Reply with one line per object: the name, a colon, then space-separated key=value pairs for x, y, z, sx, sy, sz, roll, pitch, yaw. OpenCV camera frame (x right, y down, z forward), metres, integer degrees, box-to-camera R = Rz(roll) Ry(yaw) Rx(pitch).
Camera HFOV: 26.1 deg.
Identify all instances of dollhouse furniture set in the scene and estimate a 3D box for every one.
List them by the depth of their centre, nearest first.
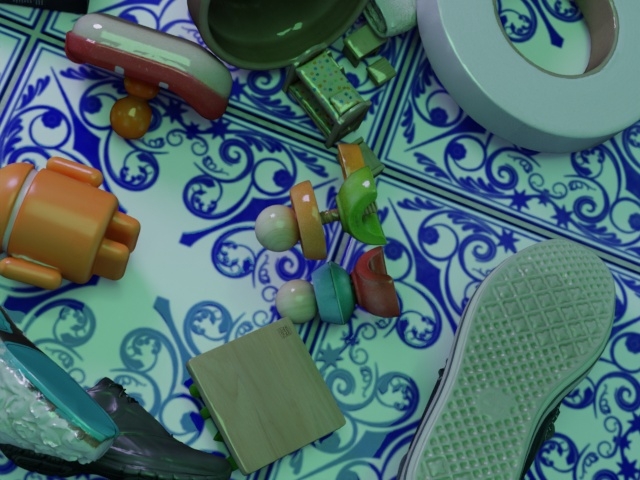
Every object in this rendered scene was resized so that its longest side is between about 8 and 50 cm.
dollhouse furniture set: x=0.069 y=-0.201 z=1.920 sx=0.161 sy=0.101 sz=0.182 roll=-35 pitch=81 yaw=-19

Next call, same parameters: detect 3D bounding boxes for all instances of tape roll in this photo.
tape roll: x=0.326 y=-0.316 z=1.989 sx=0.392 sy=0.072 sz=0.392 roll=7 pitch=70 yaw=-21

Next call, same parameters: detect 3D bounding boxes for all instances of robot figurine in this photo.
robot figurine: x=-0.343 y=-0.024 z=1.770 sx=0.219 sy=0.128 sz=0.158 roll=20 pitch=97 yaw=-5

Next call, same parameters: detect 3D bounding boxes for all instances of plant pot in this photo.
plant pot: x=-0.084 y=-0.403 z=1.897 sx=0.263 sy=0.263 sz=0.229 roll=-18 pitch=55 yaw=-16

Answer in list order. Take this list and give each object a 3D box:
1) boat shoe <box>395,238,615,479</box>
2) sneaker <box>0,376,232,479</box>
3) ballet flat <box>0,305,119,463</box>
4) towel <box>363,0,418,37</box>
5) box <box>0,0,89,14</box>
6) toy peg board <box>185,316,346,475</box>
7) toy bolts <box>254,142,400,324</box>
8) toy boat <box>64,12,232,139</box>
boat shoe: x=0.234 y=0.196 z=1.800 sx=0.187 sy=0.156 sz=0.500 roll=30 pitch=57 yaw=5
sneaker: x=-0.245 y=0.240 z=1.716 sx=0.286 sy=0.109 sz=0.130 roll=15 pitch=64 yaw=-8
ballet flat: x=-0.399 y=0.156 z=1.662 sx=0.147 sy=0.147 sz=0.409 roll=-37 pitch=59 yaw=-20
towel: x=0.098 y=-0.433 z=2.007 sx=0.187 sy=0.049 sz=0.282 roll=-21 pitch=77 yaw=-34
box: x=-0.389 y=-0.408 z=1.904 sx=0.158 sy=0.093 sz=0.156 roll=7 pitch=71 yaw=-8
toy peg board: x=-0.081 y=0.207 z=1.781 sx=0.161 sy=0.079 sz=0.161 roll=-23 pitch=79 yaw=-33
toy bolts: x=0.000 y=0.000 z=1.815 sx=0.158 sy=0.218 sz=0.228 roll=-13 pitch=119 yaw=-1
toy boat: x=-0.238 y=-0.208 z=1.861 sx=0.231 sy=0.151 sz=0.151 roll=18 pitch=100 yaw=-4
